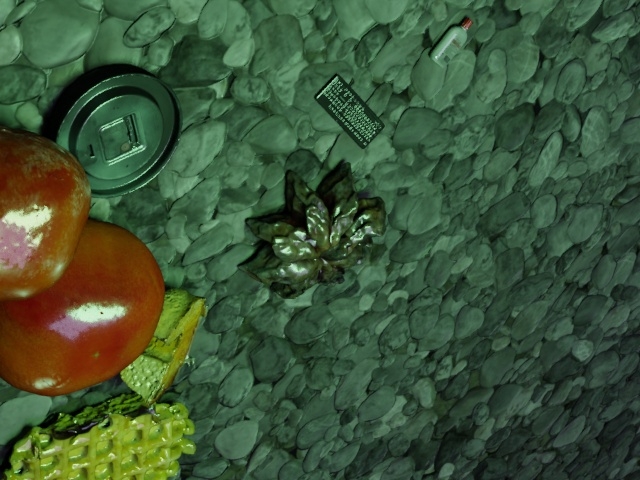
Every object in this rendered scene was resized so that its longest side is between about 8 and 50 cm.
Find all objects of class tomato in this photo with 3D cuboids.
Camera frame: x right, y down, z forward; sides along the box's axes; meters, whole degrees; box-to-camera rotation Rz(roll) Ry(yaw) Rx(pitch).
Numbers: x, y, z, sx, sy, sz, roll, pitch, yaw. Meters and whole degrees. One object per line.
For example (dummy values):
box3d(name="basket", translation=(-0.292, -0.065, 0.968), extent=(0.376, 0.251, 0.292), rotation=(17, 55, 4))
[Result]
box3d(name="tomato", translation=(-0.330, 0.096, 1.629), extent=(0.260, 0.180, 0.260), rotation=(-17, 133, -19))
box3d(name="tomato", translation=(-0.387, -0.033, 1.436), extent=(0.232, 0.232, 0.188), rotation=(-32, 180, -15))

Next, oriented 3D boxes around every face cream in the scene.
box3d(name="face cream", translation=(0.202, -0.304, 1.870), extent=(0.083, 0.021, 0.040), rotation=(-51, 139, 6))

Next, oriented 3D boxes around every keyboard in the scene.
box3d(name="keyboard", translation=(0.046, -0.191, 1.838), extent=(0.053, 0.010, 0.155), rotation=(-47, 140, 3))

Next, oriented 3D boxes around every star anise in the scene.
box3d(name="star anise", translation=(0.001, -0.001, 1.888), extent=(0.236, 0.109, 0.223), rotation=(-48, 135, 5))

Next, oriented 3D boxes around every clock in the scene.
box3d(name="clock", translation=(-0.267, -0.142, 1.592), extent=(0.184, 0.040, 0.184), rotation=(-23, 135, -26))

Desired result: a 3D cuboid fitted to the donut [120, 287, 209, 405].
box3d(name="donut", translation=(-0.228, 0.143, 1.804), extent=(0.146, 0.078, 0.181), rotation=(-51, 163, -50))

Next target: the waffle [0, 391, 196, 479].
box3d(name="waffle", translation=(-0.343, 0.347, 1.914), extent=(0.312, 0.060, 0.307), rotation=(-38, 141, -9))
